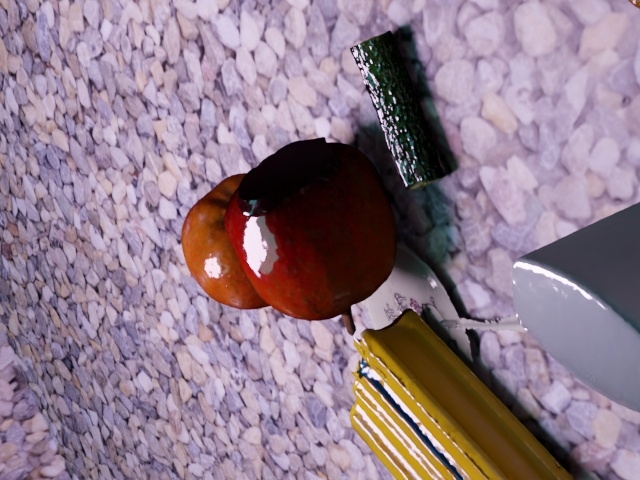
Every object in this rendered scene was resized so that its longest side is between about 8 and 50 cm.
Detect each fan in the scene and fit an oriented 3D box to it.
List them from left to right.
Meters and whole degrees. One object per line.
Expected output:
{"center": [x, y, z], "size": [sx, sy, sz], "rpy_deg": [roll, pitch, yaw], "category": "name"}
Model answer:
{"center": [0.163, 0.103, 1.824], "size": [0.414, 0.012, 0.233], "rpy_deg": [-2, 113, 63], "category": "fan"}

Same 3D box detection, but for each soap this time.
{"center": [0.165, 0.257, 1.841], "size": [0.324, 0.096, 0.204], "rpy_deg": [48, 151, 30], "category": "soap"}

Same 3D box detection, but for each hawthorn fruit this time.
{"center": [-0.090, 0.020, 2.035], "size": [0.196, 0.196, 0.225], "rpy_deg": [50, 164, 28], "category": "hawthorn fruit"}
{"center": [0.000, 0.000, 1.822], "size": [0.250, 0.215, 0.215], "rpy_deg": [64, 152, -2], "category": "hawthorn fruit"}

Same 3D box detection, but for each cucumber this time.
{"center": [0.092, -0.148, 1.712], "size": [0.058, 0.058, 0.187], "rpy_deg": [-6, 108, 61], "category": "cucumber"}

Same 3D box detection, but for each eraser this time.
{"center": [0.323, 0.024, 1.191], "size": [0.189, 0.290, 0.104], "rpy_deg": [40, 143, 45], "category": "eraser"}

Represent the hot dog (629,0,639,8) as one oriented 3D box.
{"center": [0.264, -0.281, 1.315], "size": [0.165, 0.045, 0.071], "rpy_deg": [58, 153, 16], "category": "hot dog"}
